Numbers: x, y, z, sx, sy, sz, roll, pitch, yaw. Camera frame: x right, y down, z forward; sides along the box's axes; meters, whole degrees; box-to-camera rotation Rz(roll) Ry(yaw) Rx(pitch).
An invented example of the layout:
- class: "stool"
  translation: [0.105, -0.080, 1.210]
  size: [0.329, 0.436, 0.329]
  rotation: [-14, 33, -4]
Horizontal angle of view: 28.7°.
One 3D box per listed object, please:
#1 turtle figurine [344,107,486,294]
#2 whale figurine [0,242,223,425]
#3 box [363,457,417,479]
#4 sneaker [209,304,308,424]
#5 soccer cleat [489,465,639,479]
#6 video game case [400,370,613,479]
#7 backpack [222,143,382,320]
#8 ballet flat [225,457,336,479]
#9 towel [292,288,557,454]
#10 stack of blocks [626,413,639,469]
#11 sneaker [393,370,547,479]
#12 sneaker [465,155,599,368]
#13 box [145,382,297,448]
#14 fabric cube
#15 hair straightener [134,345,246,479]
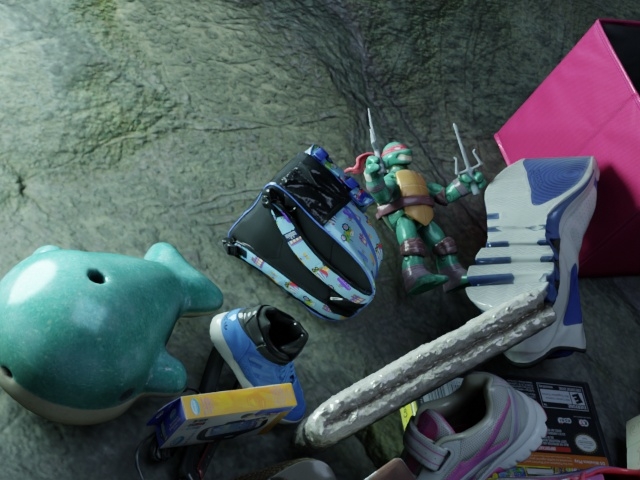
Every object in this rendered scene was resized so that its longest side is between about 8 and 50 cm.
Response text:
- class: "turtle figurine"
  translation: [0.123, -0.050, 1.566]
  size: [0.175, 0.118, 0.234]
  rotation: [-8, 75, -28]
- class: "whale figurine"
  translation: [-0.206, 0.064, 1.253]
  size: [0.216, 0.141, 0.272]
  rotation: [42, 41, 18]
- class: "box"
  translation: [0.104, 0.415, 1.151]
  size: [0.143, 0.191, 0.381]
  rotation: [-25, 72, -41]
- class: "sneaker"
  translation: [-0.041, 0.128, 1.298]
  size: [0.152, 0.084, 0.058]
  rotation: [57, 38, -21]
- class: "soccer cleat"
  translation: [0.256, 0.283, 1.360]
  size: [0.248, 0.095, 0.083]
  rotation: [2, 57, -32]
- class: "video game case"
  translation: [0.227, 0.269, 1.445]
  size: [0.274, 0.035, 0.248]
  rotation: [8, 53, -27]
- class: "backpack"
  translation: [0.000, 0.000, 1.423]
  size: [0.173, 0.158, 0.117]
  rotation: [42, 53, -1]
- class: "ballet flat"
  translation: [-0.103, 0.265, 1.204]
  size: [0.249, 0.058, 0.084]
  rotation: [-17, 86, -15]
- class: "towel"
  translation: [0.101, 0.136, 1.289]
  size: [0.282, 0.187, 0.049]
  rotation: [-27, 80, -12]
- class: "stack of blocks"
  translation: [0.467, 0.261, 1.539]
  size: [0.171, 0.087, 0.297]
  rotation: [32, 43, -18]
- class: "sneaker"
  translation: [0.117, 0.229, 1.297]
  size: [0.252, 0.103, 0.111]
  rotation: [-47, 126, -12]
- class: "sneaker"
  translation: [0.266, 0.044, 1.548]
  size: [0.127, 0.182, 0.315]
  rotation: [1, 39, 25]
- class: "box"
  translation: [-0.100, 0.173, 1.228]
  size: [0.136, 0.081, 0.028]
  rotation: [-5, 64, -30]
- class: "fabric cube"
  translation: [0.442, -0.117, 1.713]
  size: [0.254, 0.258, 0.259]
  rotation: [-1, 58, -33]
- class: "hair straightener"
  translation: [-0.138, 0.183, 1.286]
  size: [0.089, 0.047, 0.230]
  rotation: [31, 51, -7]
